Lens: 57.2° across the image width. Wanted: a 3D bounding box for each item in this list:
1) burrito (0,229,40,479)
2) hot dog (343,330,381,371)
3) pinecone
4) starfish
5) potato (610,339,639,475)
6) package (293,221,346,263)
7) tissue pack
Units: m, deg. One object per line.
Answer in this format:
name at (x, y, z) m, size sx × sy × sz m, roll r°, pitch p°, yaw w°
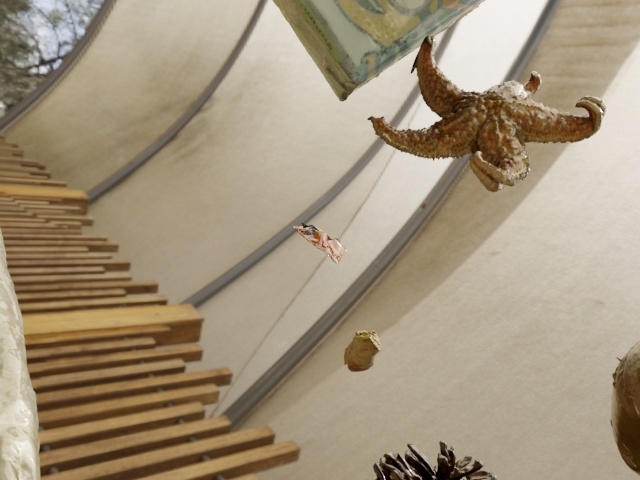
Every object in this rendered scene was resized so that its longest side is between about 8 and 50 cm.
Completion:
burrito at (-0.210, 0.068, 0.339) m, size 0.082 × 0.059 × 0.275 m, roll -37°, pitch -123°, yaw 12°
hot dog at (0.107, 0.259, 1.420) m, size 0.169 × 0.078 × 0.061 m, roll 115°, pitch -1°, yaw -49°
pinecone at (0.260, 0.655, 1.378) m, size 0.397 × 0.397 × 0.399 m, roll -1°, pitch -92°, yaw 51°
starfish at (0.250, -0.203, 0.897) m, size 0.303 × 0.312 × 0.113 m, roll 44°, pitch -27°, yaw 30°
potato at (0.463, 0.235, 0.727) m, size 0.239 × 0.115 × 0.299 m, roll 46°, pitch -36°, yaw 36°
package at (0.000, -0.001, 1.115) m, size 0.110 × 0.077 × 0.033 m, roll 33°, pitch -82°, yaw 7°
tissue pack at (0.104, -0.423, 1.007) m, size 0.228 × 0.310 × 0.128 m, roll 55°, pitch -8°, yaw -4°
